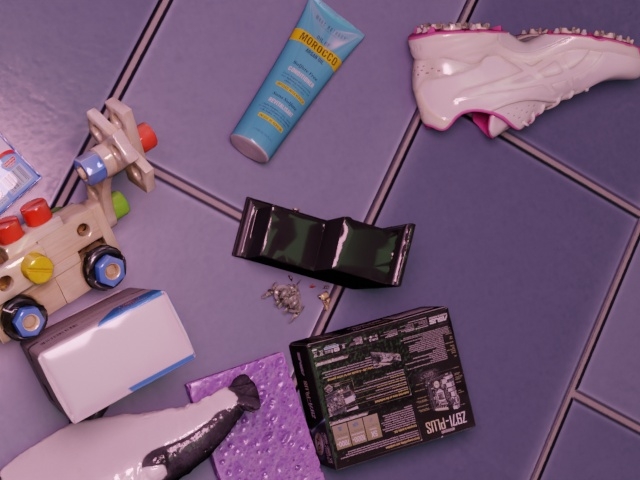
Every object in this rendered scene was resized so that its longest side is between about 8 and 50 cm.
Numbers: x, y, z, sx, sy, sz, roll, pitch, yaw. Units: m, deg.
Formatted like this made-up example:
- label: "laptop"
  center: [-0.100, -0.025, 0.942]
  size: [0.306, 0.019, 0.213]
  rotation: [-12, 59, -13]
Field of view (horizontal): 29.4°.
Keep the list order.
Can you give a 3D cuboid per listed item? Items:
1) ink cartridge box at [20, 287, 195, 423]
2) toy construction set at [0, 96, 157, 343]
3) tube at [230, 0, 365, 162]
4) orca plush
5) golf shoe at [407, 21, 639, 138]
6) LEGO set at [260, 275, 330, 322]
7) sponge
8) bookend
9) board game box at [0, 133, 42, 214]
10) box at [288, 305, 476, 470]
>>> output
- label: "ink cartridge box"
  center: [-0.224, 0.112, 1.261]
  size: [0.139, 0.190, 0.082]
  rotation: [-28, 97, -17]
- label: "toy construction set"
  center: [-0.308, -0.014, 1.240]
  size: [0.327, 0.151, 0.215]
  rotation: [-27, 116, -12]
- label: "tube"
  center: [-0.030, -0.186, 1.423]
  size: [0.080, 0.052, 0.207]
  rotation: [38, 70, -19]
- label: "orca plush"
  center: [-0.195, 0.234, 1.324]
  size: [0.287, 0.151, 0.102]
  rotation: [-31, 138, -15]
- label: "golf shoe"
  center: [0.251, -0.194, 1.490]
  size: [0.306, 0.115, 0.140]
  rotation: [0, 97, -12]
- label: "LEGO set"
  center: [-0.026, 0.065, 1.416]
  size: [0.083, 0.023, 0.054]
  rotation: [-17, 92, -18]
- label: "sponge"
  center: [-0.067, 0.242, 1.389]
  size: [0.117, 0.031, 0.210]
  rotation: [-19, 93, -17]
- label: "bookend"
  center: [0.000, 0.000, 1.360]
  size: [0.157, 0.156, 0.072]
  rotation: [16, 82, -16]
- label: "board game box"
  center: [-0.427, -0.090, 1.288]
  size: [0.160, 0.039, 0.211]
  rotation: [-45, 101, -15]
- label: "box"
  center: [0.072, 0.168, 1.413]
  size: [0.180, 0.077, 0.147]
  rotation: [-15, 91, -18]
